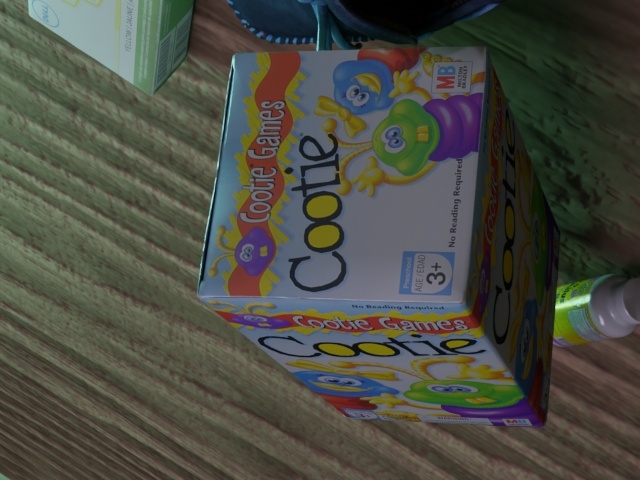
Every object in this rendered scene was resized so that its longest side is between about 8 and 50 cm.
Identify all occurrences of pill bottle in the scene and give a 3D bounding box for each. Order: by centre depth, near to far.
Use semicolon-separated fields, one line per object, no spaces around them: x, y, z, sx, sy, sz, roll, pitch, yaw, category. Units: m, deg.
0.189;0.047;0.937;0.043;0.043;0.083;47;150;-14;pill bottle

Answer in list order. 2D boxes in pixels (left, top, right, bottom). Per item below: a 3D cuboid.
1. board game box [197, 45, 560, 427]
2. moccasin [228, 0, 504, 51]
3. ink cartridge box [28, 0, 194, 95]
0.051;0.011;0.814;0.142;0.144;0.275;1;161;19;board game box
0.032;-0.169;0.737;0.137;0.117;0.342;49;150;-16;moccasin
-0.196;-0.227;0.989;0.235;0.056;0.171;33;151;8;ink cartridge box
